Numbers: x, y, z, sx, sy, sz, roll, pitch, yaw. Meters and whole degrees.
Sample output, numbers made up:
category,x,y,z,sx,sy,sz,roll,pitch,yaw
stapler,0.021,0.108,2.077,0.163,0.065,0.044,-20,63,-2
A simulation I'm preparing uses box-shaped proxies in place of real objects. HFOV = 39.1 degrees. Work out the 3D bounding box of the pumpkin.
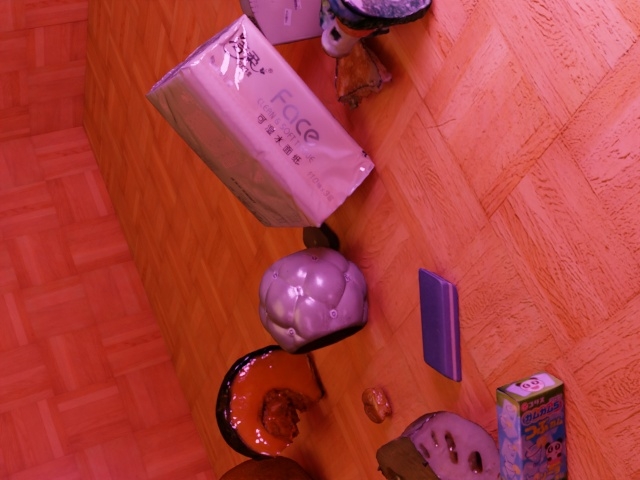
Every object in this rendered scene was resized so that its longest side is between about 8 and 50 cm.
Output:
category,x,y,z,sx,sy,sz,roll,pitch,yaw
pumpkin,-0.149,0.426,2.401,0.256,0.303,0.225,41,157,6

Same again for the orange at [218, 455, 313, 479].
category,x,y,z,sx,sy,sz,roll,pitch,yaw
orange,-0.155,0.769,2.557,0.357,0.322,0.322,-44,64,57

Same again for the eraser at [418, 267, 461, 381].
category,x,y,z,sx,sy,sz,roll,pitch,yaw
eraser,0.223,0.160,1.690,0.082,0.036,0.225,32,133,58

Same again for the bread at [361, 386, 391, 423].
category,x,y,z,sx,sy,sz,roll,pitch,yaw
bread,0.125,0.367,2.027,0.081,0.046,0.083,25,126,57

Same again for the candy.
category,x,y,z,sx,sy,sz,roll,pitch,yaw
candy,0.340,0.317,1.453,0.062,0.097,0.195,29,131,60

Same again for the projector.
category,x,y,z,sx,sy,sz,roll,pitch,yaw
projector,-0.090,-0.521,1.765,0.088,0.193,0.270,20,123,62

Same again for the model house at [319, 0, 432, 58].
category,x,y,z,sx,sy,sz,roll,pitch,yaw
model house,0.043,-0.435,1.559,0.253,0.184,0.291,68,159,8

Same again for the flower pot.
category,x,y,z,sx,sy,sz,roll,pitch,yaw
flower pot,-0.017,0.128,1.960,0.195,0.246,0.246,68,156,15

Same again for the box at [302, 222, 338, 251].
category,x,y,z,sx,sy,sz,roll,pitch,yaw
box,0.000,0.000,2.094,0.126,0.031,0.091,47,145,45

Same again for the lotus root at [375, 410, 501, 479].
category,x,y,z,sx,sy,sz,roll,pitch,yaw
lotus root,0.245,0.450,1.701,0.267,0.149,0.260,52,157,5

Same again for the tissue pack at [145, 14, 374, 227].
category,x,y,z,sx,sy,sz,roll,pitch,yaw
tissue pack,-0.131,-0.228,1.856,0.405,0.205,0.331,47,164,-17

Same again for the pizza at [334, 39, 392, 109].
category,x,y,z,sx,sy,sz,roll,pitch,yaw
pizza,0.085,-0.322,1.683,0.195,0.052,0.185,-135,44,-55
